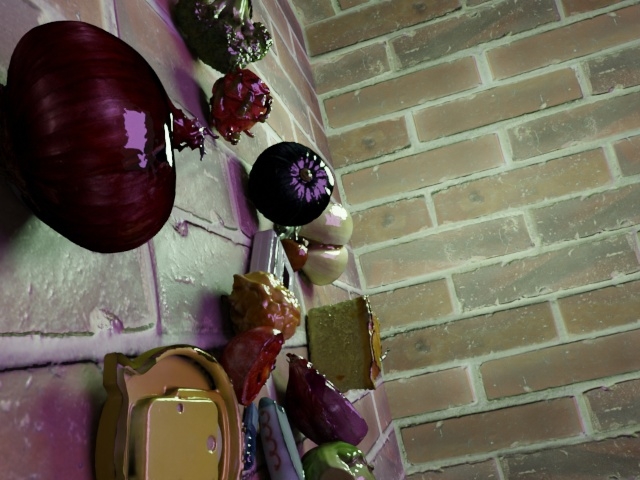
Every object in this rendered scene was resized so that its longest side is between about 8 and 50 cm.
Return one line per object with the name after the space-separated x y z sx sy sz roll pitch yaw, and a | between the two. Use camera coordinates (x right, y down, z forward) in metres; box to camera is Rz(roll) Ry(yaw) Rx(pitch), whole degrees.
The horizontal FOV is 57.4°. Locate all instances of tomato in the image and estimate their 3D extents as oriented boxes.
-0.144 0.232 1.145 0.159 0.091 0.139 -58 161 -18 | tomato

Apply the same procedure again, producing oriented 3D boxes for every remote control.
-0.142 0.392 1.168 0.152 0.027 0.043 -91 160 -60 | remote control

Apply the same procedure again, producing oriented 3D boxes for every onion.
-0.021 0.414 1.466 0.283 0.120 0.227 53 -30 -5 | onion
-0.240 -0.126 0.708 0.273 0.285 0.273 40 -43 51 | onion

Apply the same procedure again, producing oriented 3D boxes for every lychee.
-0.090 0.030 1.726 0.114 0.101 0.140 -174 -97 -68 | lychee

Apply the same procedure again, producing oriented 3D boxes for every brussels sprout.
0.036 0.568 1.318 0.244 0.244 0.244 -15 90 -80 | brussels sprout

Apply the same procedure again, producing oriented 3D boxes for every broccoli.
-0.264 -0.572 1.486 0.254 0.186 0.302 -41 125 -33 | broccoli

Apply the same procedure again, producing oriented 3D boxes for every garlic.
0.000 0.000 2.055 0.249 0.286 0.313 32 1 6 | garlic

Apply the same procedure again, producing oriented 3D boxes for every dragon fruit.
-0.207 -0.338 1.485 0.160 0.172 0.166 38 -6 33 | dragon fruit

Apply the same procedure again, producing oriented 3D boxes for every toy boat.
-0.096 0.445 1.255 0.134 0.078 0.208 75 -5 -61 | toy boat

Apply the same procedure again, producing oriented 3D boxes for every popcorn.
-0.126 0.145 1.261 0.180 0.170 0.180 20 -68 60 | popcorn

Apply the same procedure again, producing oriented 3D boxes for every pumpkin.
-0.102 -0.151 1.692 0.248 0.248 0.248 -15 90 -80 | pumpkin

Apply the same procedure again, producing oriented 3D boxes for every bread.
0.100 0.364 1.894 0.279 0.248 0.315 53 28 -60 | bread

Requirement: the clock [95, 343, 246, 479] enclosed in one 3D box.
-0.211 0.287 0.819 0.293 0.071 0.277 39 45 -54 | clock

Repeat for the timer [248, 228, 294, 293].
-0.122 0.103 1.529 0.253 0.078 0.178 -92 164 -52 | timer

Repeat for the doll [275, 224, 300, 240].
-0.108 -0.042 1.812 0.115 0.077 0.150 -61 176 18 | doll
